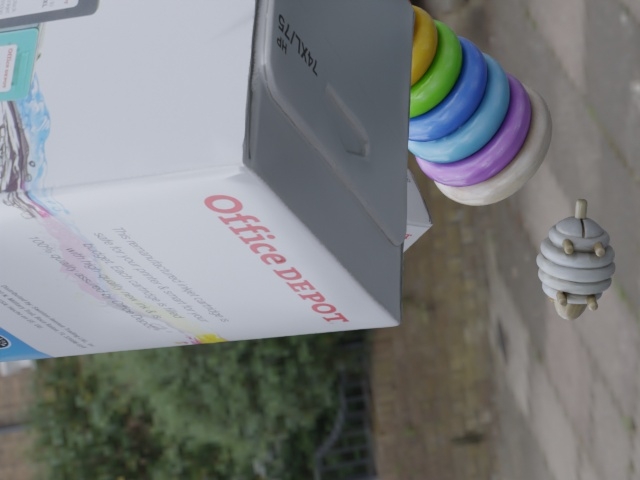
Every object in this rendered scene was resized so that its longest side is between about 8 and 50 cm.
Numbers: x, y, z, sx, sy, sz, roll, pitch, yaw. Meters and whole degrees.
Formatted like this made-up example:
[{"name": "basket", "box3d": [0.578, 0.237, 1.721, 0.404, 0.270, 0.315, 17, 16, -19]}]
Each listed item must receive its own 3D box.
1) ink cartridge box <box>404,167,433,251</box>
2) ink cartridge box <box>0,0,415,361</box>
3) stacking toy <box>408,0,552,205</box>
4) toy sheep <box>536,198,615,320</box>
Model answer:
[{"name": "ink cartridge box", "box3d": [0.000, 0.000, 1.806, 0.218, 0.158, 0.092, -47, 51, 34]}, {"name": "ink cartridge box", "box3d": [-0.108, -0.066, 0.803, 0.198, 0.270, 0.197, 47, -138, -57]}, {"name": "stacking toy", "box3d": [0.086, -0.166, 1.481, 0.330, 0.141, 0.141, 38, -152, -42]}, {"name": "toy sheep", "box3d": [0.268, 0.021, 1.620, 0.091, 0.091, 0.132, -111, 28, -68]}]
